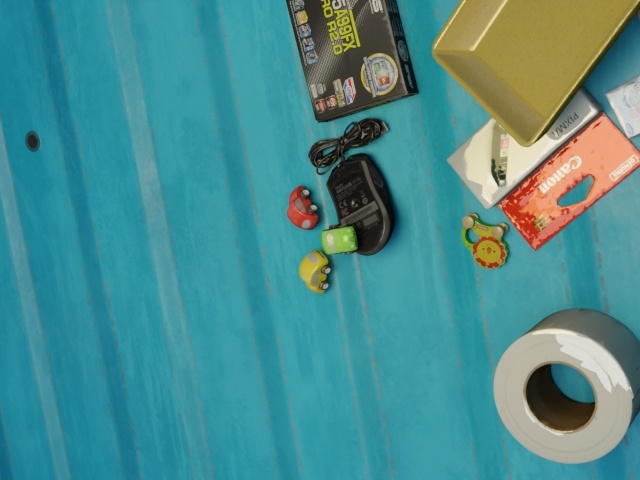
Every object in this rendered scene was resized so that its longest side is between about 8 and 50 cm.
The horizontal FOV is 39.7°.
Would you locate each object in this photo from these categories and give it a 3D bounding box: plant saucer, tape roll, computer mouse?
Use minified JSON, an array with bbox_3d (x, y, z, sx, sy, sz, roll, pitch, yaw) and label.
[{"bbox_3d":[0.383,-0.372,1.530,0.333,0.081,0.332,-57,44,25],"label":"plant saucer"},{"bbox_3d":[0.455,0.258,1.603,0.246,0.169,0.246,6,102,30],"label":"tape roll"},{"bbox_3d":[0.089,-0.100,1.818,0.188,0.072,0.272,-23,74,33],"label":"computer mouse"}]

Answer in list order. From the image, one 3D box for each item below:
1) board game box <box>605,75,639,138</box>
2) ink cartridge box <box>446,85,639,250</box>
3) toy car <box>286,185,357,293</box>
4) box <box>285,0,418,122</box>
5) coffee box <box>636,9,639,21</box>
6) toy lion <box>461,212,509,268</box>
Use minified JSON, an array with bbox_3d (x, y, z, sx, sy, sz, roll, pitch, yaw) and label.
[{"bbox_3d":[0.555,-0.236,1.535,0.090,0.020,0.090,-28,84,20],"label":"board game box"},{"bbox_3d":[0.407,-0.148,1.624,0.275,0.060,0.239,-44,75,29],"label":"ink cartridge box"},{"bbox_3d":[0.000,0.000,1.833,0.225,0.053,0.239,-4,99,62],"label":"toy car"},{"bbox_3d":[0.061,-0.394,1.781,0.216,0.060,0.270,-12,93,32],"label":"box"},{"bbox_3d":[0.617,-0.273,1.357,0.168,0.119,0.297,-28,48,32],"label":"coffee box"},{"bbox_3d":[0.319,0.005,1.721,0.100,0.034,0.096,21,117,26],"label":"toy lion"}]
